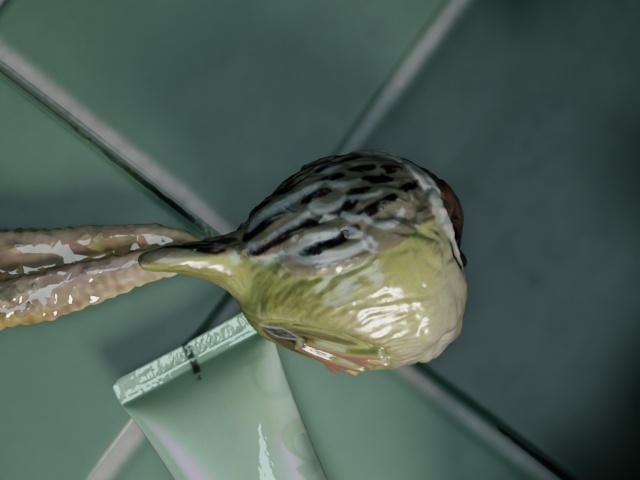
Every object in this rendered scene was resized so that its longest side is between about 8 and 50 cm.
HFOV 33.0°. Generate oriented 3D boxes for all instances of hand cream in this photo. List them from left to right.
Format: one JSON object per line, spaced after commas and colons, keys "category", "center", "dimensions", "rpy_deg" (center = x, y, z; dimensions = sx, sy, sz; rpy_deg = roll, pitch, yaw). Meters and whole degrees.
{"category": "hand cream", "center": [-0.014, 0.135, 0.472], "dimensions": [0.078, 0.050, 0.204], "rpy_deg": [-28, 82, 4]}

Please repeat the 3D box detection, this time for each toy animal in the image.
{"category": "toy animal", "center": [0.000, 0.000, 0.450], "dimensions": [0.137, 0.098, 0.098], "rpy_deg": [22, 89, -15]}

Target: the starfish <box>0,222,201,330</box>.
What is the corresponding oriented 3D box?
{"category": "starfish", "center": [-0.290, -0.002, 0.455], "dimensions": [0.384, 0.132, 0.398], "rpy_deg": [-37, 73, -6]}
